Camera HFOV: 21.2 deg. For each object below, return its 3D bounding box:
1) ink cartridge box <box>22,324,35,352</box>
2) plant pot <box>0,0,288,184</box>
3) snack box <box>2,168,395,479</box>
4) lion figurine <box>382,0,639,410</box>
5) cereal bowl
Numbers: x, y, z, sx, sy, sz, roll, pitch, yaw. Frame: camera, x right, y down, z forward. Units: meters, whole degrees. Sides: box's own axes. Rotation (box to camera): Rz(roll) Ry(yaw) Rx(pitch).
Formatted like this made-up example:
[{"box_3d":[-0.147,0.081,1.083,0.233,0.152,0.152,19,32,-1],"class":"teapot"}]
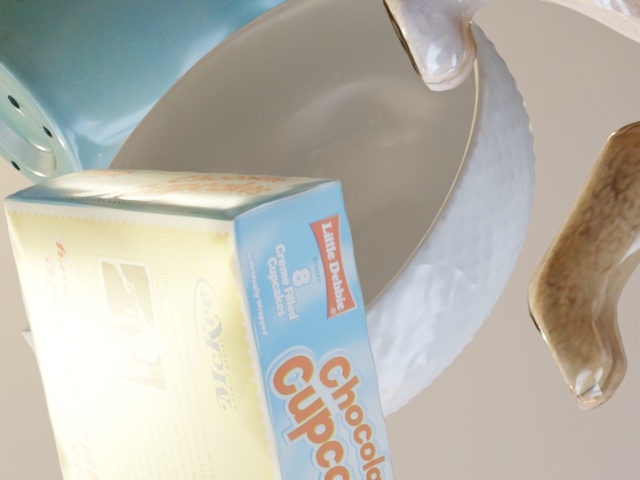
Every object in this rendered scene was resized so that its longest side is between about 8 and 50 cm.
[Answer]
[{"box_3d":[-0.184,0.100,1.480,0.060,0.180,0.104,-48,-62,-40],"class":"ink cartridge box"},{"box_3d":[-0.172,-0.181,1.401,0.272,0.271,0.255,43,-112,7],"class":"plant pot"},{"box_3d":[-0.039,0.131,0.742,0.060,0.187,0.321,-19,-75,-35],"class":"snack box"},{"box_3d":[0.190,0.017,0.451,0.392,0.240,0.142,60,-172,-24],"class":"lion figurine"},{"box_3d":[0.000,0.000,1.102,0.141,0.339,0.339,42,-138,-37],"class":"cereal bowl"}]
